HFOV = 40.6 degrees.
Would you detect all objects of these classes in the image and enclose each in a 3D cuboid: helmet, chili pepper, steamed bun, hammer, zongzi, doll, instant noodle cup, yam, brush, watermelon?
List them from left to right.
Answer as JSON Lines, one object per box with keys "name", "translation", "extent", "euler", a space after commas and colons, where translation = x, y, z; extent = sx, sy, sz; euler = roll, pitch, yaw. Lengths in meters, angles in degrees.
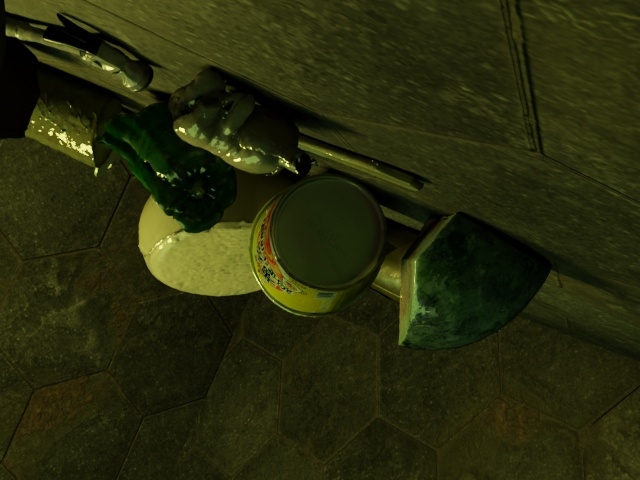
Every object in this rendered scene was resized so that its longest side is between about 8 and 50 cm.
{"name": "helmet", "translation": [-0.624, -0.308, 1.503], "extent": [0.305, 0.177, 0.225], "euler": [31, -177, -23]}
{"name": "hammer", "translation": [-0.424, -0.304, 1.297], "extent": [0.426, 0.044, 0.152], "euler": [22, 176, 41]}
{"name": "yam", "translation": [-0.544, -0.266, 1.818], "extent": [0.267, 0.161, 0.161], "euler": [22, 177, 13]}
{"name": "chili pepper", "translation": [-0.253, -0.158, 1.504], "extent": [0.213, 0.167, 0.385], "euler": [44, 178, -34]}
{"name": "steamed bun", "translation": [-0.203, -0.045, 1.867], "extent": [0.374, 0.242, 0.374], "euler": [-5, 151, -3]}
{"name": "doll", "translation": [-0.105, -0.145, 1.122], "extent": [0.192, 0.095, 0.149], "euler": [28, 174, -21]}
{"name": "brush", "translation": [-0.003, -0.132, 1.252], "extent": [0.336, 0.020, 0.085], "euler": [22, 177, 25]}
{"name": "instant noodle cup", "translation": [0.000, 0.000, 1.554], "extent": [0.264, 0.265, 0.200], "euler": [24, 169, -2]}
{"name": "zongzi", "translation": [0.181, 0.023, 1.796], "extent": [0.289, 0.154, 0.317], "euler": [28, 157, -6]}
{"name": "watermelon", "translation": [0.224, 0.068, 1.482], "extent": [0.319, 0.290, 0.214], "euler": [9, -142, -42]}

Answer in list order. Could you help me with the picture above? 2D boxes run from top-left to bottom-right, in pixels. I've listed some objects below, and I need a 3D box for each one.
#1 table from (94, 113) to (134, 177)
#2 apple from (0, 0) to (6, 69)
{"name": "table", "translation": [-0.549, -0.266, 1.984], "extent": [0.198, 0.167, 0.166], "euler": [31, 178, 5]}
{"name": "apple", "translation": [-0.425, -0.197, 0.674], "extent": [0.338, 0.339, 0.305], "euler": [23, -163, 19]}
